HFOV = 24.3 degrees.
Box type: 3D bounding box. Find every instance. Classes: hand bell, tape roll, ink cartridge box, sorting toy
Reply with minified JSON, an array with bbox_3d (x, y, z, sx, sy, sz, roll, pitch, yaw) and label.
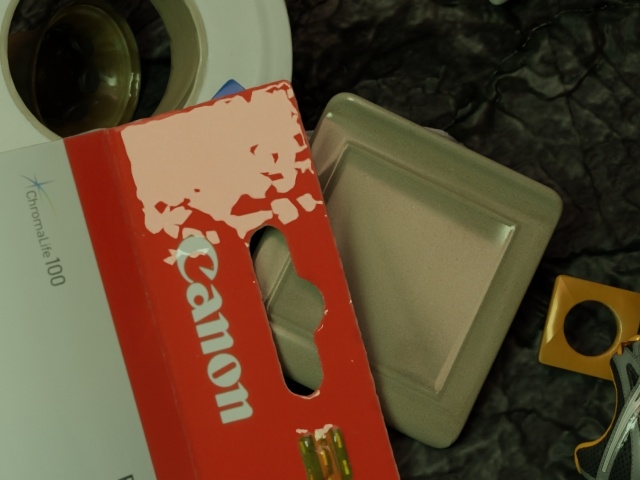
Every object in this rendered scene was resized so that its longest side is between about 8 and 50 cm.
[{"bbox_3d":[-0.283,-0.142,1.246,0.242,0.126,0.126,7,61,33],"label":"hand bell"},{"bbox_3d":[-0.167,-0.138,1.093,0.286,0.286,0.100,-42,15,-12],"label":"tape roll"},{"bbox_3d":[-0.168,0.088,0.974,0.385,0.091,0.308,-15,92,7],"label":"ink cartridge box"},{"bbox_3d":[0.050,0.022,1.034,0.347,0.047,0.196,26,86,2],"label":"sorting toy"}]

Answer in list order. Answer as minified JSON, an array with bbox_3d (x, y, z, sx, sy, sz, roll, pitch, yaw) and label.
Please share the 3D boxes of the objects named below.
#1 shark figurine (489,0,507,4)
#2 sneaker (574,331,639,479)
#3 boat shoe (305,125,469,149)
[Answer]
[{"bbox_3d":[0.115,-0.333,1.237,0.166,0.116,0.278,-38,60,-11],"label":"shark figurine"},{"bbox_3d":[0.234,0.078,0.973,0.083,0.084,0.215,14,65,27],"label":"sneaker"},{"bbox_3d":[0.023,-0.059,1.098,0.184,0.066,0.063,-7,29,-10],"label":"boat shoe"}]
